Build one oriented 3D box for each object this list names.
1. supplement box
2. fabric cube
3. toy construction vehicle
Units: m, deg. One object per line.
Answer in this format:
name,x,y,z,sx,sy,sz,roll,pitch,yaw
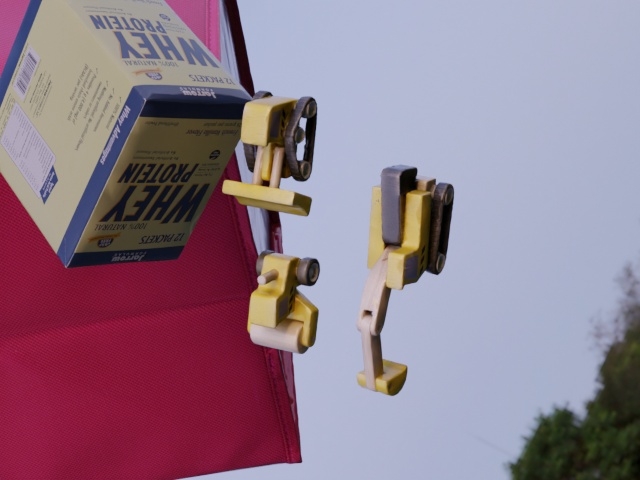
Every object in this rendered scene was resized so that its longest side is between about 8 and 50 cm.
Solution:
supplement box,-0.084,-0.047,0.463,0.056,0.083,0.083,-5,-45,-46
fabric cube,-0.161,-0.019,0.691,0.254,0.258,0.259,-99,0,-56
toy construction vehicle,0.000,0.000,0.419,0.035,0.086,0.098,-15,-64,-59
